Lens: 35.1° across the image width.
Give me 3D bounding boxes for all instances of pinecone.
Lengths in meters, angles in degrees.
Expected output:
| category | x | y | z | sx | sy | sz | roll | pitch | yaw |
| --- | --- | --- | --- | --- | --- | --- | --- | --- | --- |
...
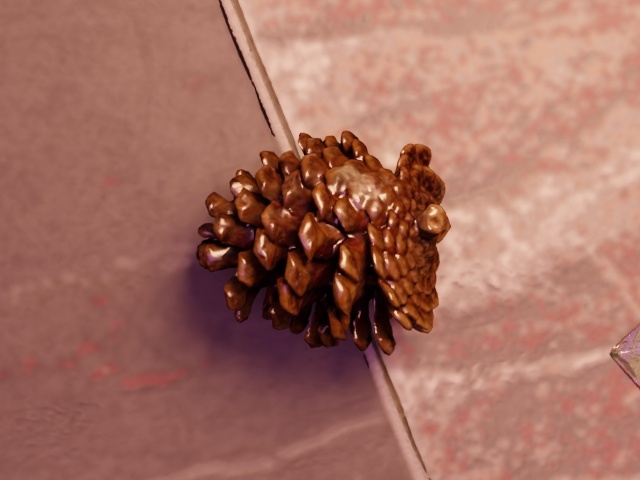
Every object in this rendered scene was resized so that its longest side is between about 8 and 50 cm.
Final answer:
| category | x | y | z | sx | sy | sz | roll | pitch | yaw |
| --- | --- | --- | --- | --- | --- | --- | --- | --- | --- |
| pinecone | -0.001 | -0.002 | 0.833 | 0.212 | 0.185 | 0.169 | 13 | 116 | 18 |

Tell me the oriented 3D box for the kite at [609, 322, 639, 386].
| category | x | y | z | sx | sy | sz | roll | pitch | yaw |
| --- | --- | --- | --- | --- | --- | --- | --- | --- | --- |
| kite | 0.388 | 0.103 | 0.918 | 0.250 | 0.012 | 0.229 | 3 | 93 | -1 |
